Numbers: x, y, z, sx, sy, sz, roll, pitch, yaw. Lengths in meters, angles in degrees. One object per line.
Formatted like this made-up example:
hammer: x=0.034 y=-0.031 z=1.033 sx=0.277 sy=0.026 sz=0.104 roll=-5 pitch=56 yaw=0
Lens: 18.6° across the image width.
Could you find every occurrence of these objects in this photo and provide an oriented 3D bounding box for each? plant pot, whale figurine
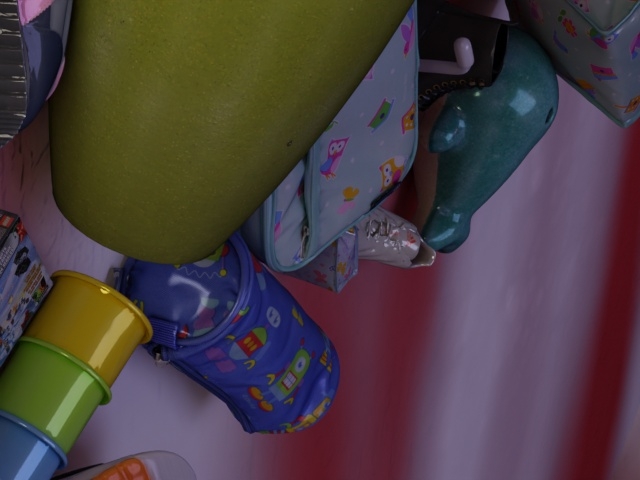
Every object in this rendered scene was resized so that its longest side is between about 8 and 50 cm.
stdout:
plant pot: x=-0.089 y=-0.139 z=1.448 sx=0.275 sy=0.275 sz=0.293 roll=-31 pitch=149 yaw=-57
whale figurine: x=0.179 y=-0.108 z=2.175 sx=0.216 sy=0.141 sz=0.272 roll=0 pitch=105 yaw=-66

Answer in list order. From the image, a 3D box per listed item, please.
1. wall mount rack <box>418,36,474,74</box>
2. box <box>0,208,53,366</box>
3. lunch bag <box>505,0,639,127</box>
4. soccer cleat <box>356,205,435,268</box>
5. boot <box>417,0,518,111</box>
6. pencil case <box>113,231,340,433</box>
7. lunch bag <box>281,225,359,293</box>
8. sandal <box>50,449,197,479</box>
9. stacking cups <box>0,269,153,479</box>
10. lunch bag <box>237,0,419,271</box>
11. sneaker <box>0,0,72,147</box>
wall mount rack: x=0.105 y=-0.341 z=1.871 sx=0.350 sy=0.130 sz=0.304 roll=-60 pitch=140 yaw=-31
box: x=-0.255 y=0.056 z=1.455 sx=0.137 sy=0.027 sz=0.094 roll=-60 pitch=155 yaw=-28
lunch bag: x=0.290 y=-0.290 z=2.175 sx=0.160 sy=0.262 sz=0.223 roll=-38 pitch=151 yaw=-7
soccer cleat: x=0.064 y=-0.006 z=2.067 sx=0.196 sy=0.076 sz=0.068 roll=18 pitch=89 yaw=-67
boot: x=0.117 y=-0.151 z=2.011 sx=0.077 sy=0.137 sz=0.198 roll=-23 pitch=126 yaw=-61
pencil case: x=-0.078 y=0.086 z=1.757 sx=0.133 sy=0.119 sz=0.306 roll=-61 pitch=155 yaw=-10
lunch bag: x=0.000 y=0.000 z=1.935 sx=0.053 sy=0.071 sz=0.083 roll=-48 pitch=146 yaw=-43
sandal: x=-0.219 y=0.241 z=1.623 sx=0.265 sy=0.076 sz=0.102 roll=-21 pitch=112 yaw=-37
stacking cups: x=-0.248 y=0.170 z=1.484 sx=0.316 sy=0.096 sz=0.096 roll=-58 pitch=153 yaw=-26
lunch bag: x=-0.011 y=-0.113 z=1.749 sx=0.224 sy=0.108 sz=0.279 roll=-41 pitch=144 yaw=-35
sneaker: x=-0.211 y=-0.225 z=1.296 sx=0.131 sy=0.112 sz=0.319 roll=-59 pitch=162 yaw=-69
